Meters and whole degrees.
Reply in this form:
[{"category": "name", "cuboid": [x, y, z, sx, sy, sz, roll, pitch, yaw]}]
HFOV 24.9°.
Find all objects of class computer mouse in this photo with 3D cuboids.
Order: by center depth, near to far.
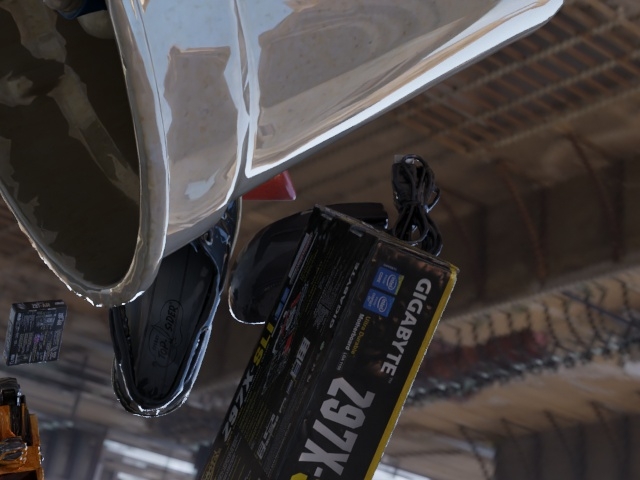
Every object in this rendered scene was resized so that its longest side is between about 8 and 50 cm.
[{"category": "computer mouse", "cuboid": [0.000, 0.000, 1.602, 0.272, 0.072, 0.188, -26, -147, 19]}]

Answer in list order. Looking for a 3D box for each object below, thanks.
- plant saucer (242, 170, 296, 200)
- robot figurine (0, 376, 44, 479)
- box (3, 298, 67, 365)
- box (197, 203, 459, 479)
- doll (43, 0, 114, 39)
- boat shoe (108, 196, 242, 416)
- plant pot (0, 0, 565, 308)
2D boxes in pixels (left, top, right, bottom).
[{"category": "plant saucer", "cuboid": [-0.177, -0.147, 1.706, 0.259, 0.258, 0.048, -114, -147, -41]}, {"category": "robot figurine", "cuboid": [-0.305, 0.260, 1.391, 0.291, 0.085, 0.211, 105, -25, -56]}, {"category": "box", "cuboid": [-0.350, 0.113, 1.778, 0.018, 0.067, 0.083, 49, -46, 44]}, {"category": "box", "cuboid": [-0.011, 0.140, 1.216, 0.257, 0.079, 0.322, -150, -97, -78]}, {"category": "doll", "cuboid": [-0.111, -0.168, 0.742, 0.189, 0.046, 0.129, 107, -1, -59]}, {"category": "boat shoe", "cuboid": [-0.154, 0.015, 1.483, 0.113, 0.127, 0.340, 173, -69, -85]}, {"category": "plant pot", "cuboid": [-0.036, -0.172, 0.789, 0.334, 0.305, 0.334, 46, -33, 41]}]
